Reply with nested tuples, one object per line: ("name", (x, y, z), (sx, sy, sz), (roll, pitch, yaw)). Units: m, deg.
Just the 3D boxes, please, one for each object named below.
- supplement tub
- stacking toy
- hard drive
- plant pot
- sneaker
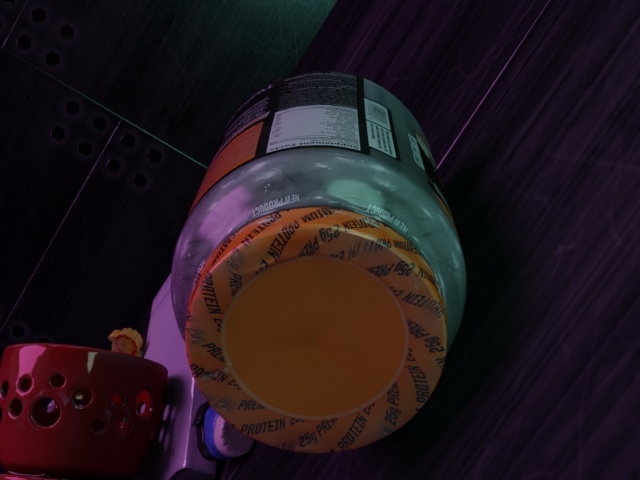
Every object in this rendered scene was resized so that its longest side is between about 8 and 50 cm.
("supplement tub", (0.000, 0.000, 0.653), (0.193, 0.194, 0.316), (-55, 12, 21))
("stacking toy", (-0.304, 0.253, 1.249), (0.167, 0.052, 0.221), (-56, -23, -52))
("hard drive", (-0.182, 0.173, 1.142), (0.233, 0.047, 0.353), (-50, 30, 43))
("plant pot", (-0.282, 0.218, 1.025), (0.191, 0.191, 0.174), (143, 137, -63))
("sneaker", (-0.090, 0.165, 0.963), (0.085, 0.058, 0.152), (-31, 36, 50))
